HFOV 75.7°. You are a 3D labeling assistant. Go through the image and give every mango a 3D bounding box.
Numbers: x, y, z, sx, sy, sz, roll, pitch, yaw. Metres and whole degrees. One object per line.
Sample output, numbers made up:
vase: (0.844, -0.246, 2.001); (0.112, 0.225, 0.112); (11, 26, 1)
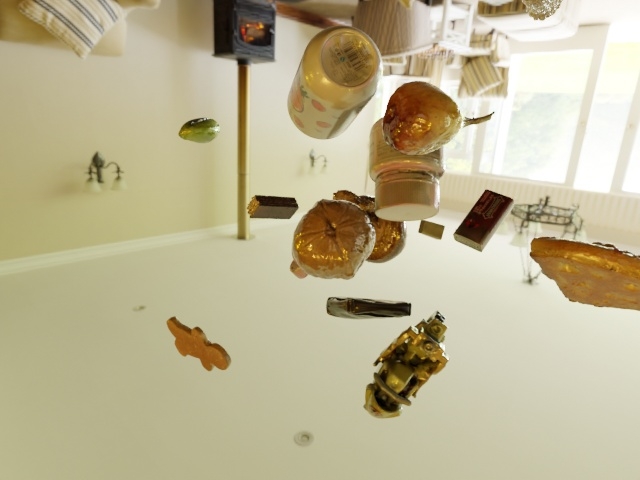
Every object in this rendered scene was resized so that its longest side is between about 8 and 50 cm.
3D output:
mango: (-0.385, -0.346, 1.312); (0.091, 0.074, 0.165); (-25, -170, 32)

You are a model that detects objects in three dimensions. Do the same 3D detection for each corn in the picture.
corn: (0.622, -0.690, 1.154); (0.102, 0.101, 0.313); (12, -158, 28)

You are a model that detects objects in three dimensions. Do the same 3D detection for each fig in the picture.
fig: (0.265, -0.267, 0.899); (0.257, 0.159, 0.159); (-7, -162, -12)

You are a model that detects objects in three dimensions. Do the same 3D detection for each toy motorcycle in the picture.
toy motorcycle: (0.260, 0.398, 1.294); (0.169, 0.410, 0.237); (35, -172, 8)

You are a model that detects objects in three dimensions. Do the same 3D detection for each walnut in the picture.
walnut: (0.034, 0.002, 1.067); (0.228, 0.227, 0.228); (3, -164, -1)

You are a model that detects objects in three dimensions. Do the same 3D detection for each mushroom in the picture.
mushroom: (0.220, -0.048, 1.814); (0.331, 0.334, 0.356); (21, -158, 18)

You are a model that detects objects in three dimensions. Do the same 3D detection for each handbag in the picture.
handbag: (0.165, 0.243, 1.453); (0.247, 0.080, 0.223); (6, 172, -21)

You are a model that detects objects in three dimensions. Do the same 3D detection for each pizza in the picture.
pizza: (0.746, 0.094, 1.073); (0.409, 0.114, 0.277); (22, 165, 18)

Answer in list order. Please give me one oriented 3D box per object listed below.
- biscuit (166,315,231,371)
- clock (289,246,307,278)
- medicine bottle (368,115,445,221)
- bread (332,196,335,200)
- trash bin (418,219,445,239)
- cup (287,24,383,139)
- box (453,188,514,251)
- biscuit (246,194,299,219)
biscuit: (-0.342, 0.302, 1.179); (0.240, 0.158, 0.035); (14, -143, 30)
clock: (0.000, 0.000, 1.347); (0.228, 0.090, 0.247); (-25, -145, 33)
medicine bottle: (0.275, -0.229, 1.318); (0.241, 0.301, 0.241); (2, 169, 0)
bread: (0.104, -0.162, 1.794); (0.103, 0.049, 0.062); (33, -178, -18)
trash bin: (0.441, -0.043, 1.642); (0.092, 0.060, 0.043); (16, 179, -18)
cup: (0.036, -0.417, 1.106); (0.213, 0.212, 0.317); (0, 179, -12)
box: (0.596, -0.075, 1.506); (0.120, 0.224, 0.069); (32, 166, 37)
biscuit: (-0.230, -0.159, 1.978); (0.252, 0.106, 0.070); (0, -124, -39)
